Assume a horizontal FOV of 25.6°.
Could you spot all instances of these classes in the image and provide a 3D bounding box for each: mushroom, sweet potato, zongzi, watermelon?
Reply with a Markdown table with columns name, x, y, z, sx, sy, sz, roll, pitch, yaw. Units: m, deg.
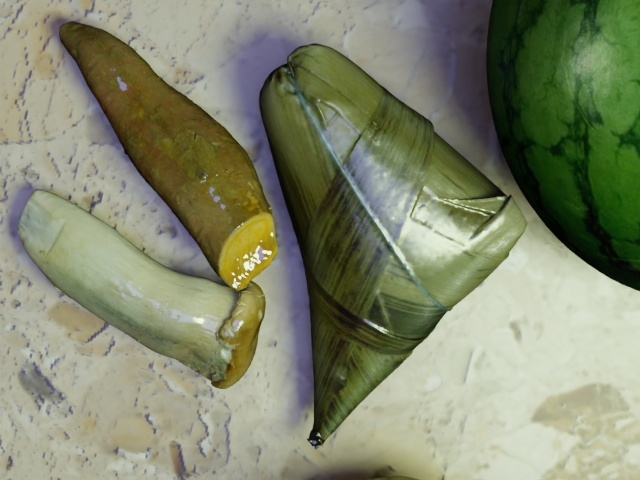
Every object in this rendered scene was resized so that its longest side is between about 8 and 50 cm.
| name | x | y | z | sx | sy | sz | roll | pitch | yaw |
| --- | --- | --- | --- | --- | --- | --- | --- | --- | --- |
| mushroom | -0.138 | 0.032 | 1.064 | 0.209 | 0.071 | 0.084 | 29 | 126 | 0 |
| sweet potato | -0.108 | -0.075 | 1.057 | 0.077 | 0.077 | 0.244 | -35 | 77 | 0 |
| zongzi | 0.000 | 0.000 | 1.052 | 0.221 | 0.112 | 0.242 | 42 | 98 | -2 |
| watermelon | 0.277 | -0.133 | 0.940 | 0.363 | 0.363 | 0.363 | 0 | 94 | -2 |

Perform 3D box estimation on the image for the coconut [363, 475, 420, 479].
| name | x | y | z | sx | sy | sz | roll | pitch | yaw |
| --- | --- | --- | --- | --- | --- | --- | --- | --- | --- |
| coconut | 0.046 | 0.300 | 1.000 | 0.259 | 0.259 | 0.259 | 0 | 94 | -2 |
